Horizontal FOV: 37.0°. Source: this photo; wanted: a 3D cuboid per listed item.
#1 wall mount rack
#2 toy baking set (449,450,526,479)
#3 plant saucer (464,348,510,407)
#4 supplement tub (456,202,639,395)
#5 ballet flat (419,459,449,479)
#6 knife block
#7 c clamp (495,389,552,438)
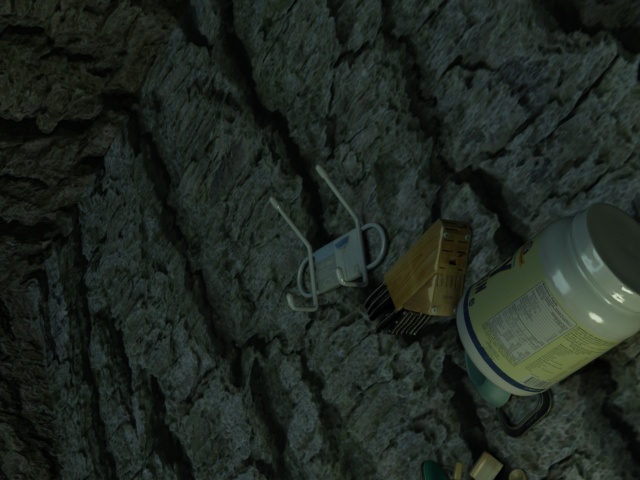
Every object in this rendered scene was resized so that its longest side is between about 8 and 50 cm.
[{"bbox_3d":[0.000,0.000,2.346,0.350,0.131,0.304,-30,61,46],"label":"wall mount rack"},{"bbox_3d":[0.318,0.539,1.858,0.197,0.030,0.256,2,69,44],"label":"toy baking set"},{"bbox_3d":[0.324,0.235,1.900,0.195,0.038,0.194,177,90,-74],"label":"plant saucer"},{"bbox_3d":[0.423,0.105,1.686,0.325,0.235,0.235,-45,51,39],"label":"supplement tub"},{"bbox_3d":[0.250,0.556,1.974,0.068,0.072,0.213,-60,43,34],"label":"ballet flat"},{"bbox_3d":[0.201,0.081,2.102,0.242,0.088,0.275,12,94,52],"label":"knife block"},{"bbox_3d":[0.392,0.302,1.875,0.160,0.022,0.137,-57,49,27],"label":"c clamp"}]
